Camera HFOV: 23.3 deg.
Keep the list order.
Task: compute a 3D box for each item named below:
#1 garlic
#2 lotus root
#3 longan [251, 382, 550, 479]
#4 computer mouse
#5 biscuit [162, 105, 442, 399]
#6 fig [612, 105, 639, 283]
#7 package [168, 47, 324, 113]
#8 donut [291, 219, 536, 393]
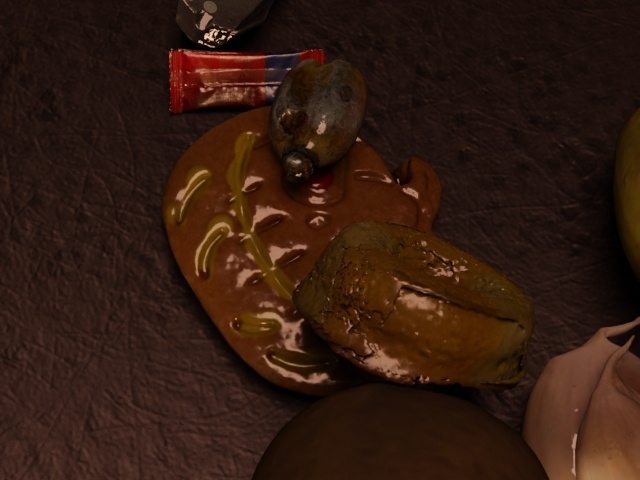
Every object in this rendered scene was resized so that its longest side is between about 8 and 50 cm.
[{"bbox_3d":[0.350,0.229,1.686,0.246,0.231,0.340,-12,69,-9],"label":"garlic"},{"bbox_3d":[-0.007,-0.144,1.865,0.113,0.088,0.192,7,50,12],"label":"lotus root"},{"bbox_3d":[0.080,0.323,1.562,0.361,0.361,0.361,3,61,-5],"label":"longan"},{"bbox_3d":[-0.118,-0.333,2.036,0.126,0.071,0.231,31,55,-4],"label":"computer mouse"},{"bbox_3d":[0.001,-0.005,1.866,0.350,0.070,0.394,-33,69,-21],"label":"biscuit"},{"bbox_3d":[0.470,-0.051,1.841,0.258,0.258,0.326,-12,51,-12],"label":"fig"},{"bbox_3d":[-0.093,-0.203,1.975,0.200,0.022,0.083,0,97,-6],"label":"package"},{"bbox_3d":[0.114,0.061,1.682,0.272,0.107,0.272,20,21,-8],"label":"donut"}]
